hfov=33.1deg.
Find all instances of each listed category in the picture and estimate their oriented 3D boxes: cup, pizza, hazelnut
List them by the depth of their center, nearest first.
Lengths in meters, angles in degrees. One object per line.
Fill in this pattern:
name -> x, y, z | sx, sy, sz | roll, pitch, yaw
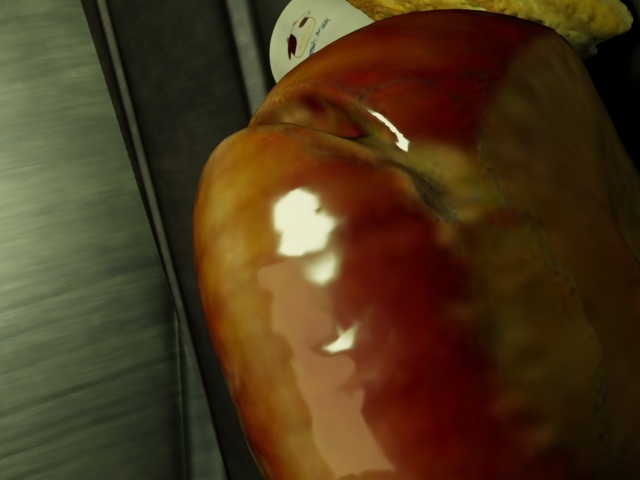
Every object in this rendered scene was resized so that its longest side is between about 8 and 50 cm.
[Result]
hazelnut -> 0.081, 0.051, 0.732 | 0.409, 0.359, 0.359 | 64, 160, 19
pizza -> 0.069, -0.229, 0.807 | 0.087, 0.258, 0.268 | -61, 28, -1
cup -> 0.053, -0.187, 1.043 | 0.134, 0.173, 0.142 | 47, 175, -33
